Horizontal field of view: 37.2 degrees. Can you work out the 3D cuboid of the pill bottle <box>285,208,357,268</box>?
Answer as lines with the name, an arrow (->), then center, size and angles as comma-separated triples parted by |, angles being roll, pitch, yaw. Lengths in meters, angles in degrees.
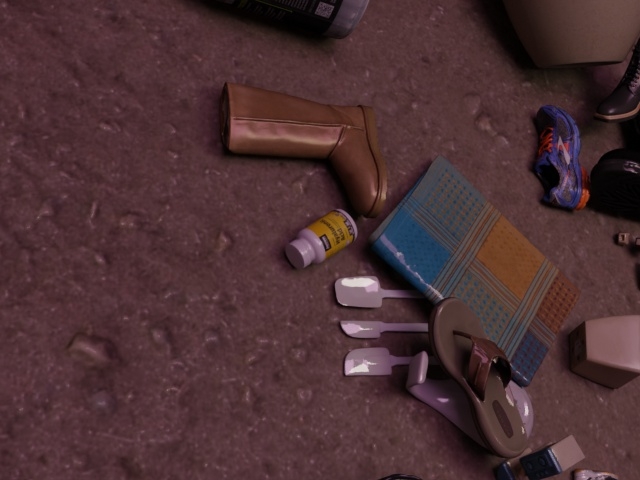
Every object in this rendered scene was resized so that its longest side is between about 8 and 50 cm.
pill bottle -> 0.000, 0.000, 1.577 | 0.116, 0.065, 0.065 | -33, 84, -30

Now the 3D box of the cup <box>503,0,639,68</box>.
cup -> 0.511, -0.466, 1.887 | 0.331, 0.331, 0.237 | -6, 98, -25

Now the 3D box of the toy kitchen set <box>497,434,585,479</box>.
toy kitchen set -> 0.360, 0.433, 1.484 | 0.122, 0.166, 0.207 | -22, 78, -30

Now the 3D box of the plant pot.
plant pot -> 0.503, 0.193, 1.692 | 0.096, 0.109, 0.109 | 9, 65, -6

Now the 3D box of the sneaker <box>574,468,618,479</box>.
sneaker -> 0.469, 0.411, 1.624 | 0.083, 0.032, 0.037 | 8, 79, -15

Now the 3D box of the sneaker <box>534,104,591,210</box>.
sneaker -> 0.455, -0.164, 1.838 | 0.087, 0.083, 0.221 | -3, 67, -19

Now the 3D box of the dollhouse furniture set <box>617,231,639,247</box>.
dollhouse furniture set -> 0.630, 0.044, 1.863 | 0.081, 0.091, 0.114 | 8, 86, -64

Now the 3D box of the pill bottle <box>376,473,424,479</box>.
pill bottle -> 0.076, 0.406, 1.342 | 0.123, 0.219, 0.123 | 9, 65, -20

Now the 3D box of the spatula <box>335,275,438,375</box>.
spatula -> 0.142, 0.142, 1.603 | 0.242, 0.019, 0.168 | 1, 67, -23

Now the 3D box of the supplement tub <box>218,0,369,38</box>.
supplement tub -> -0.073, -0.491, 1.684 | 0.316, 0.193, 0.193 | 14, 63, -18

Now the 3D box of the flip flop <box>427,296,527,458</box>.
flip flop -> 0.262, 0.212, 1.497 | 0.112, 0.080, 0.277 | -24, 88, -38

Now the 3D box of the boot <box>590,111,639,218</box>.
boot -> 0.648, -0.179, 1.875 | 0.348, 0.131, 0.260 | 19, 62, -37

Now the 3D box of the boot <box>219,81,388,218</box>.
boot -> -0.033, -0.150, 1.622 | 0.269, 0.089, 0.236 | 5, 56, -21

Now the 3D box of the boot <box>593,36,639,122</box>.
boot -> 0.605, -0.323, 1.858 | 0.198, 0.137, 0.077 | -34, 41, -32

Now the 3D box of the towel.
towel -> 0.277, 0.049, 1.675 | 0.370, 0.040, 0.271 | 44, 51, -2

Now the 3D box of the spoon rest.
spoon rest -> 0.246, 0.261, 1.574 | 0.276, 0.084, 0.137 | 28, 60, -25
